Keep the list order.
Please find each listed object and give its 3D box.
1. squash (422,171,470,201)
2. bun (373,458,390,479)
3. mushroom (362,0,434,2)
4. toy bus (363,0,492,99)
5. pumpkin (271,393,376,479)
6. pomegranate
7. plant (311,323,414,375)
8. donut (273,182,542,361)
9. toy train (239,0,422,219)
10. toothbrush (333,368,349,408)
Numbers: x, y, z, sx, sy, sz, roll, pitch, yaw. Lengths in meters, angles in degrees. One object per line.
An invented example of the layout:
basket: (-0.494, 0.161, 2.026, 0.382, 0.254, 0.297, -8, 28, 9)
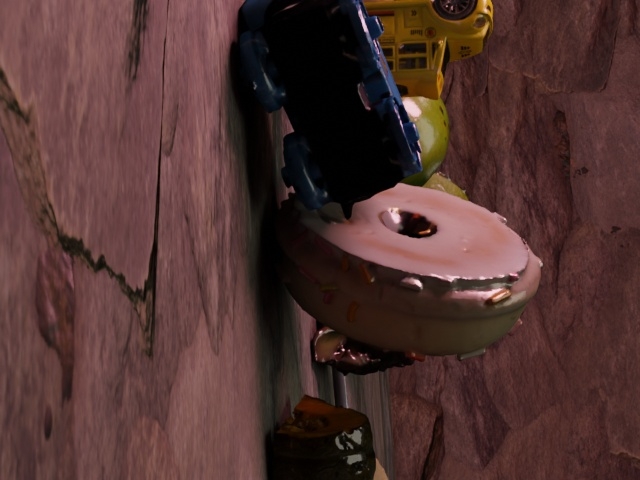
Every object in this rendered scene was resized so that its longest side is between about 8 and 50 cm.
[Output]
squash: (0.181, 0.043, 2.288, 0.309, 0.310, 0.310, -85, 168, -47)
bun: (0.050, 0.400, 1.603, 0.220, 0.134, 0.220, -5, 90, -82)
mushroom: (0.102, -0.493, 2.159, 0.325, 0.353, 0.353, 61, 15, -18)
toy bus: (0.089, -0.285, 1.570, 0.144, 0.330, 0.152, 47, 42, -79)
pumpkin: (0.012, 0.284, 1.401, 0.248, 0.126, 0.131, -49, 136, -81)
pomegranate: (0.081, -0.202, 1.877, 0.341, 0.260, 0.260, 37, 40, -40)
plant: (0.084, 0.147, 1.875, 0.234, 0.204, 0.178, 82, 1, -81)
donut: (0.110, 0.035, 1.467, 0.382, 0.383, 0.142, -78, 179, -68)
toy train: (0.019, -0.190, 1.388, 0.265, 0.188, 0.300, -84, 152, -68)
toothbrush: (0.031, 0.165, 2.047, 0.025, 0.030, 0.342, -16, 104, -79)
